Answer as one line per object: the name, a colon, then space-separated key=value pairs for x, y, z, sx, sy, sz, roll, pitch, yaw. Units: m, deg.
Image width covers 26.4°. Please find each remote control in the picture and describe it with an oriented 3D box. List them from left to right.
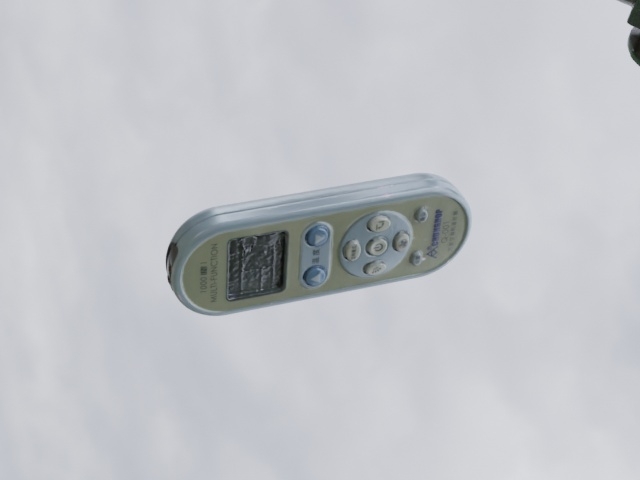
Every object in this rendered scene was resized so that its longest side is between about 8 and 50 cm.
remote control: x=0.000 y=0.000 z=1.037 sx=0.047 sy=0.244 sz=0.087 roll=-122 pitch=-151 yaw=-46

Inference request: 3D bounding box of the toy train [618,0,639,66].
toy train: x=0.377 y=-0.185 z=1.098 sx=0.285 sy=0.177 sz=0.116 roll=22 pitch=-40 yaw=7
